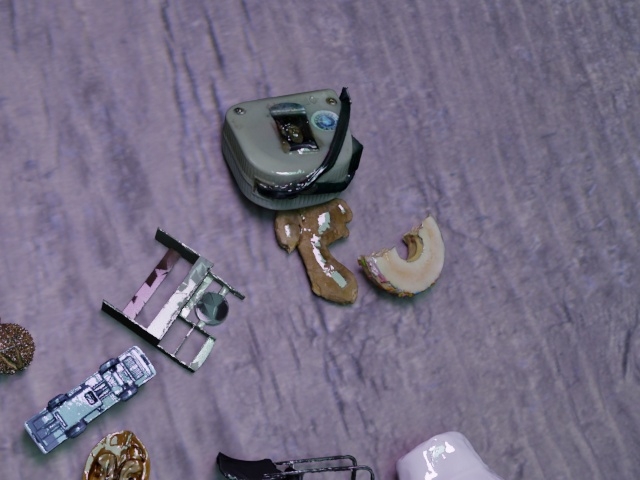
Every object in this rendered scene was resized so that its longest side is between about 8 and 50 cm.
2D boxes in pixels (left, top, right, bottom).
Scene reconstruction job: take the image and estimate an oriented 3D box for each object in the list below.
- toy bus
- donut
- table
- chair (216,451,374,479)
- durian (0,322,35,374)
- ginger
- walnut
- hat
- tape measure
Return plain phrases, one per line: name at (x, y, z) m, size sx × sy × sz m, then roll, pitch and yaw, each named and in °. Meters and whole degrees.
toy bus at (-0.329, 0.230, 1.356) m, size 0.190 × 0.075 × 0.064 m, roll -35°, pitch 86°, yaw -23°
donut at (0.144, 0.037, 1.571) m, size 0.166 × 0.065 × 0.108 m, roll -33°, pitch 100°, yaw -32°
table at (-0.220, 0.092, 1.443) m, size 0.175 × 0.062 × 0.146 m, roll 34°, pitch 66°, yaw -3°
chair at (-0.046, 0.385, 1.373) m, size 0.221 × 0.140 × 0.145 m, roll 6°, pitch 83°, yaw -9°
durian at (-0.447, 0.148, 1.343) m, size 0.080 × 0.080 × 0.091 m, roll -9°, pitch 74°, yaw -21°
ginger at (0.011, 0.001, 1.547) m, size 0.133 × 0.059 × 0.214 m, roll -36°, pitch 86°, yaw -20°
walnut at (-0.293, 0.333, 1.350) m, size 0.091 × 0.052 × 0.121 m, roll 18°, pitch 67°, yaw -11°
hat at (0.192, 0.372, 1.451) m, size 0.203 × 0.203 × 0.126 m, roll -15°, pitch 60°, yaw -22°
tape measure at (-0.024, -0.152, 1.522) m, size 0.235 × 0.115 × 0.207 m, roll -13°, pitch 51°, yaw -21°
